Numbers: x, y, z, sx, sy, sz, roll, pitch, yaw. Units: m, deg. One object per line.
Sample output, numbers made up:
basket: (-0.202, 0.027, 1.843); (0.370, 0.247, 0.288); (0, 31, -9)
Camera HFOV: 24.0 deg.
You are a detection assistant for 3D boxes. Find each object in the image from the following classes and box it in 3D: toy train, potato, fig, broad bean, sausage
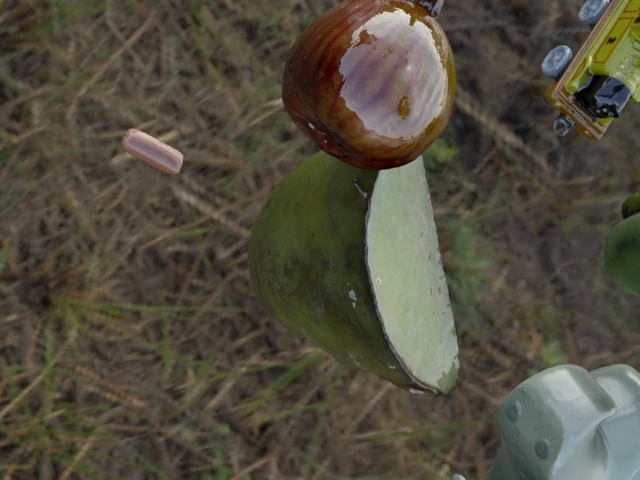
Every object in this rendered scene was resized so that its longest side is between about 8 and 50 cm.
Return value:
toy train: (0.333, -0.206, 1.672); (0.089, 0.127, 0.219); (40, 79, -25)
potato: (0.002, 0.033, 1.565); (0.112, 0.255, 0.269); (-15, 98, -42)
fig: (0.065, -0.171, 1.409); (0.175, 0.175, 0.207); (38, 76, -21)
broad bean: (0.404, 0.034, 1.603); (0.100, 0.169, 0.228); (-26, 66, -36)
sausage: (-0.214, -0.114, 1.920); (0.083, 0.034, 0.034); (27, 61, -12)

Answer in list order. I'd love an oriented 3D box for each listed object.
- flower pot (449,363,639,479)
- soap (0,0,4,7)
flower pot: (0.242, 0.289, 1.679); (0.254, 0.367, 0.164); (3, 40, -44)
soap: (-0.276, -0.269, 1.195); (0.169, 0.304, 0.339); (50, 21, -47)
